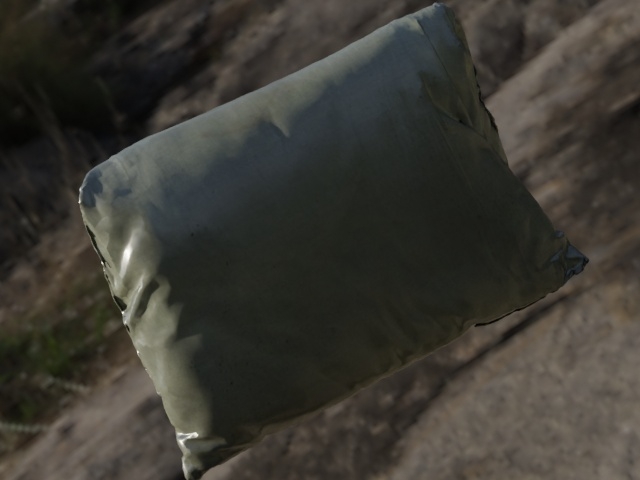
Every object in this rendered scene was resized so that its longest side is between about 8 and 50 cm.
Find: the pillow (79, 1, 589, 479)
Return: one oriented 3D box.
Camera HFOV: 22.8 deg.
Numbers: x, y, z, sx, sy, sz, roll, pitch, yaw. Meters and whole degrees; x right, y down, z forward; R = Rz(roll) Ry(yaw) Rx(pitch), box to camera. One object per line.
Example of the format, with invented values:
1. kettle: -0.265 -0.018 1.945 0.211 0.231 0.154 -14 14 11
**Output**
1. pillow: 0.000 0.000 0.633 0.181 0.134 0.078 -27 12 -9
